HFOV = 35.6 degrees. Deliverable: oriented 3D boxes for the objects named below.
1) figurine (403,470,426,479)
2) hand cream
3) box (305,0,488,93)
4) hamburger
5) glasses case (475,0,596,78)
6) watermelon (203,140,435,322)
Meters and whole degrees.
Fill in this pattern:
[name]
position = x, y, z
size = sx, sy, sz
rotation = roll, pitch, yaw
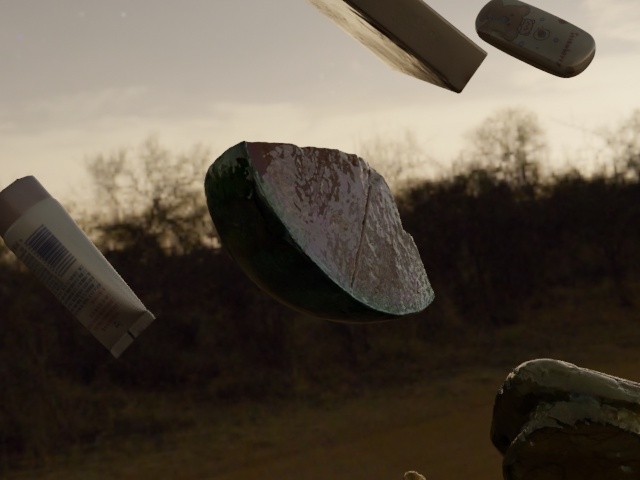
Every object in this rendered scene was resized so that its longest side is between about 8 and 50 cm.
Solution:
[figurine]
position = 0.112, 0.515, 1.550
size = 0.196, 0.323, 0.320
rotation = 26, -49, -29
[hand cream]
position = -0.311, 0.032, 1.251
size = 0.083, 0.248, 0.133
rotation = -42, 2, -40
[box]
position = 0.065, -0.291, 1.270
size = 0.214, 0.069, 0.353
rotation = 35, 5, -17
[hamburger]
position = 0.349, 0.253, 1.221
size = 0.285, 0.265, 0.134
rotation = 14, 44, 13
[glasses case]
position = 0.327, -0.313, 1.528
size = 0.204, 0.081, 0.051
rotation = 33, -11, 32
[watermelon]
position = -0.032, 0.010, 1.445
size = 0.222, 0.292, 0.319
rotation = -20, -4, 36
